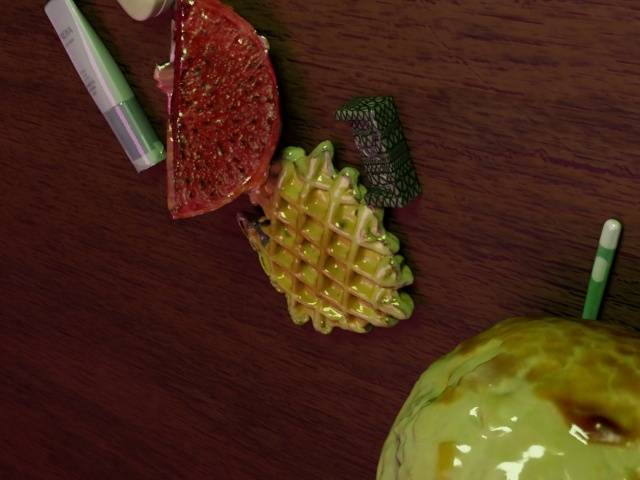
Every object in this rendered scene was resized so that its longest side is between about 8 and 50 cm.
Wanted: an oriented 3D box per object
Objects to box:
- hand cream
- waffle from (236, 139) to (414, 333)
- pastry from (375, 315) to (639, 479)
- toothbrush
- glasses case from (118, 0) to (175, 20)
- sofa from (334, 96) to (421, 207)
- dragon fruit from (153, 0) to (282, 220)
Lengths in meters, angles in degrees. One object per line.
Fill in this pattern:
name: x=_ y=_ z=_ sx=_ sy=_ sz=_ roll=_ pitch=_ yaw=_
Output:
hand cream: x=-0.281 y=-0.208 z=1.574 sx=0.079 sy=0.048 sz=0.255 roll=-19 pitch=105 yaw=55
waffle: x=-0.002 y=0.001 z=1.442 sx=0.250 sy=0.056 sz=0.261 roll=-15 pitch=107 yaw=52
pastry: x=0.245 y=0.232 z=1.134 sx=0.388 sy=0.313 sz=0.388 roll=31 pitch=172 yaw=5
toothbrush: x=0.273 y=0.078 z=1.230 sx=0.018 sy=0.024 sz=0.257 roll=30 pitch=138 yaw=27
glasses case: x=-0.238 y=-0.345 z=1.394 sx=0.196 sy=0.050 sz=0.083 roll=53 pitch=149 yaw=7
sofa: x=0.061 y=-0.095 z=1.299 sx=0.060 sy=0.039 sz=0.118 roll=8 pitch=126 yaw=45
dragon fruit: x=-0.118 y=-0.166 z=1.382 sx=0.161 sy=0.126 sz=0.274 roll=-142 pitch=52 yaw=-69
